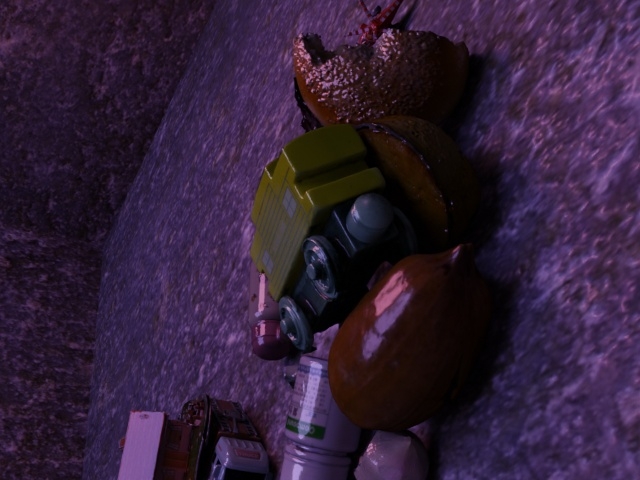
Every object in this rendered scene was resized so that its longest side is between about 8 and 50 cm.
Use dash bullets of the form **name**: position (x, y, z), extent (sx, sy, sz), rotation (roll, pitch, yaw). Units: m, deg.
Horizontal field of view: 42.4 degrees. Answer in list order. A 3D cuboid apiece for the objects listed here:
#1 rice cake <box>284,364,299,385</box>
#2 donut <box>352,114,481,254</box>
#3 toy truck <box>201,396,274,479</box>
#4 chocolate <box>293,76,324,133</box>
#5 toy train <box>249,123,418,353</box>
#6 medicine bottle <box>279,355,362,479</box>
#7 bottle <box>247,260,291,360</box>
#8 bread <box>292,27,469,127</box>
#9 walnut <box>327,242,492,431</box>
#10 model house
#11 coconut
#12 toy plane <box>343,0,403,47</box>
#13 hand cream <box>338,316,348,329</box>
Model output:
- **rice cake**: position (-0.043, 0.266, 1.609), extent (0.211, 0.043, 0.034), rotation (81, 180, -75)
- **donut**: position (0.144, -0.087, 1.325), extent (0.272, 0.107, 0.272), rotation (40, 147, 34)
- **toy truck**: position (-0.207, 0.473, 1.840), extent (0.305, 0.136, 0.162), rotation (37, 110, 65)
- **chocolate**: position (0.045, -0.213, 1.634), extent (0.224, 0.206, 0.177), rotation (29, 131, 27)
- **toy train**: position (0.000, 0.000, 1.375), extent (0.272, 0.179, 0.442), rotation (61, 156, 18)
- **medicine bottle**: position (0.006, 0.330, 1.459), extent (0.139, 0.139, 0.237), rotation (1, 78, 66)
- **bottle**: position (-0.107, 0.153, 1.840), extent (0.110, 0.109, 0.233), rotation (-46, 37, 48)
- **bread**: position (0.091, -0.258, 1.422), extent (0.171, 0.313, 0.192), rotation (22, -104, -77)
- **walnut**: position (0.138, 0.139, 1.208), extent (0.336, 0.208, 0.209), rotation (-61, 27, 28)
- **model house**: position (-0.351, 0.476, 1.798), extent (0.207, 0.153, 0.294), rotation (-38, 41, 57)
- **coconut**: position (0.110, 0.336, 1.256), extent (0.110, 0.110, 0.124), rotation (-106, 35, -49)
- **toy plane**: position (0.139, -0.478, 1.691), extent (0.077, 0.126, 0.194), rotation (-58, -10, -73)
- **hand cream**: position (0.049, 0.106, 1.609), extent (0.257, 0.050, 0.084), rotation (-99, 30, -48)
